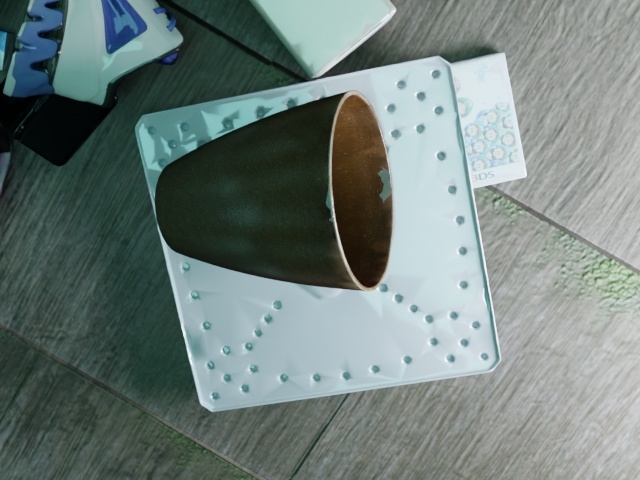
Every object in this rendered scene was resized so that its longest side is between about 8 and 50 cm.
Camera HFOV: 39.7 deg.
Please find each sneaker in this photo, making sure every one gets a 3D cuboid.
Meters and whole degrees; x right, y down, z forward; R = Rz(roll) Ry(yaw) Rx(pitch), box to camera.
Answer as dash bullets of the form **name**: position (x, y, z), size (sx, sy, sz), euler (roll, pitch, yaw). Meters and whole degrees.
- **sneaker**: position (-0.240, -0.292, 1.042), size (0.182, 0.127, 0.316), euler (18, 88, -23)

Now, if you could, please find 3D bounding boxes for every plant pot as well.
- **plant pot**: position (-0.058, -0.046, 0.989), size (0.230, 0.215, 0.215), euler (-4, 102, 21)

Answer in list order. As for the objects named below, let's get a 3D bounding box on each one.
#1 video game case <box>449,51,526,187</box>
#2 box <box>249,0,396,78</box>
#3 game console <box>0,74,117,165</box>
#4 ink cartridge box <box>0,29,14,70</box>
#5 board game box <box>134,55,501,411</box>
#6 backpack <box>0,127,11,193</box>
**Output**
- **video game case**: position (0.170, -0.140, 1.095), size (0.143, 0.019, 0.157), euler (-12, 100, 5)
- **box**: position (-0.056, -0.341, 1.003), size (0.121, 0.148, 0.311), euler (-38, 99, 9)
- **game console**: position (-0.339, -0.176, 1.118), size (0.122, 0.071, 0.107), euler (-47, 66, 10)
- **ink cartridge box**: position (-0.427, -0.243, 1.100), size (0.083, 0.028, 0.048), euler (12, 102, 0)
- **board game box**: position (0.000, 0.000, 1.106), size (0.389, 0.050, 0.390), euler (-10, 101, 9)
- **backpack**: position (-0.481, -0.061, 1.085), size (0.165, 0.144, 0.188), euler (14, 105, -6)
